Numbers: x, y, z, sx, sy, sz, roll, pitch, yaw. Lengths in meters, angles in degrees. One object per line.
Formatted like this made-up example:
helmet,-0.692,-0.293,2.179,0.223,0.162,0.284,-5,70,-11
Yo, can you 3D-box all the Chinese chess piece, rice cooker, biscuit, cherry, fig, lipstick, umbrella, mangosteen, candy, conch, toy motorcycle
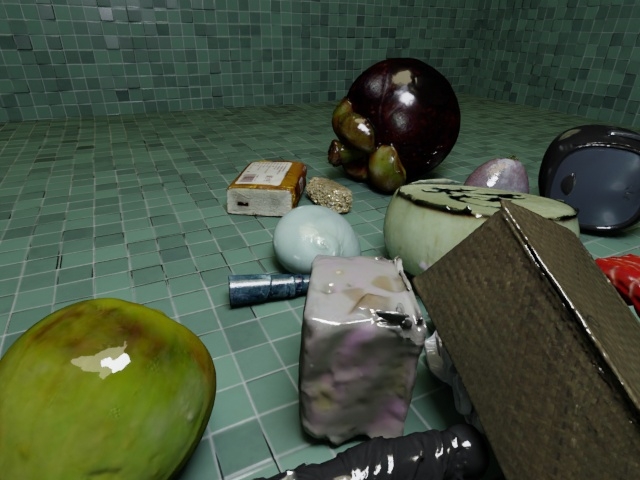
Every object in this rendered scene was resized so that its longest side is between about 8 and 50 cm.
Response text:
Chinese chess piece,0.298,-0.023,0.780,0.349,0.147,0.349,4,18,-1
rice cooker,0.688,-0.159,1.008,0.267,0.267,0.224,14,28,23
biscuit,0.021,-0.128,1.106,0.082,0.071,0.168,-2,25,-25
cherry,0.428,-0.116,0.996,0.176,0.176,0.140,-5,10,-11
fig,-0.221,0.167,0.401,0.207,0.207,0.230,11,29,17
lipstick,-0.047,0.079,0.732,0.234,0.054,0.053,-5,29,-14
umbrella,0.007,0.244,0.362,0.357,0.113,0.106,-6,31,-19
mangosteen,0.230,-0.357,1.242,0.380,0.381,0.421,20,47,32
candy,0.043,0.126,0.501,0.137,0.195,0.185,3,24,0
conch,0.002,-0.003,0.843,0.185,0.121,0.221,38,30,4
toy motorcycle,0.205,0.142,0.563,0.112,0.113,0.254,2,27,1

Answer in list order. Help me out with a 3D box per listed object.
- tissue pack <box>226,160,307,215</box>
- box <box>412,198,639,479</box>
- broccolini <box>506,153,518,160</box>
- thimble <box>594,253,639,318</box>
tissue pack,-0.141,-0.152,1.118,0.183,0.092,0.226,4,27,6
box,0.244,0.115,0.425,0.184,0.143,0.273,13,45,-36
broccolini,0.601,-0.240,1.375,0.239,0.051,0.054,-28,46,-32
thimble,0.442,0.106,0.582,0.124,0.163,0.190,-6,29,-17
